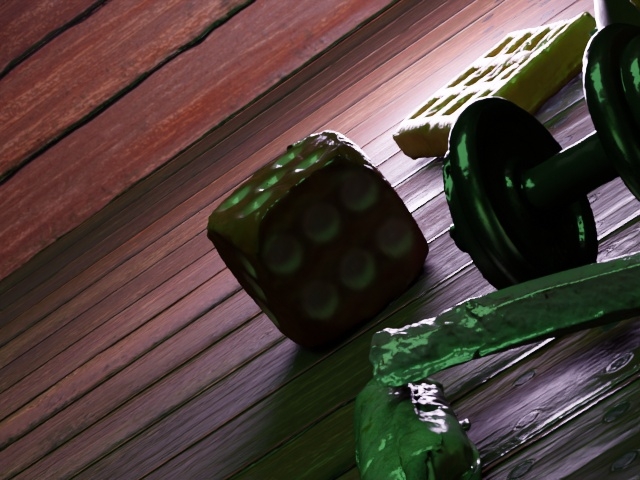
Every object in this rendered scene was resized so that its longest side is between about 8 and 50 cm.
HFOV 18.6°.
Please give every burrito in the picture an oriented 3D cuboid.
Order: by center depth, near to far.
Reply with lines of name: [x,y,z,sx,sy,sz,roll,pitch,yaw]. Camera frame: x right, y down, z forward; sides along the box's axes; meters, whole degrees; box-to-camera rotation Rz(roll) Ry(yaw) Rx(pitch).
burrito: [0.069,0.161,1.508,0.096,0.066,0.309,-37,10,5]

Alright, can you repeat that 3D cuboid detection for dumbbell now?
dumbbell: [0.226,-0.064,1.618,0.290,0.192,0.192,-30,14,32]

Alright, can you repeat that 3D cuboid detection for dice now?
dice: [0.000,0.000,2.064,0.175,0.174,0.179,-39,17,-12]

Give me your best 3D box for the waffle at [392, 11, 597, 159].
waffle: [0.218,-0.186,2.399,0.221,0.055,0.248,-40,13,-16]

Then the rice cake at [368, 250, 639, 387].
rice cake: [0.169,0.056,1.502,0.290,0.051,0.081,-17,17,18]

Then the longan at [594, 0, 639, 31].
longan: [0.372,-0.230,1.768,0.248,0.248,0.248,-35,12,9]

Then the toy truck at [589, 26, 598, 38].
toy truck: [0.383,-0.245,2.034,0.227,0.114,0.098,-35,-9,9]

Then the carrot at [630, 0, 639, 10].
carrot: [0.342,-0.157,1.503,0.100,0.258,0.307,-50,-5,27]
